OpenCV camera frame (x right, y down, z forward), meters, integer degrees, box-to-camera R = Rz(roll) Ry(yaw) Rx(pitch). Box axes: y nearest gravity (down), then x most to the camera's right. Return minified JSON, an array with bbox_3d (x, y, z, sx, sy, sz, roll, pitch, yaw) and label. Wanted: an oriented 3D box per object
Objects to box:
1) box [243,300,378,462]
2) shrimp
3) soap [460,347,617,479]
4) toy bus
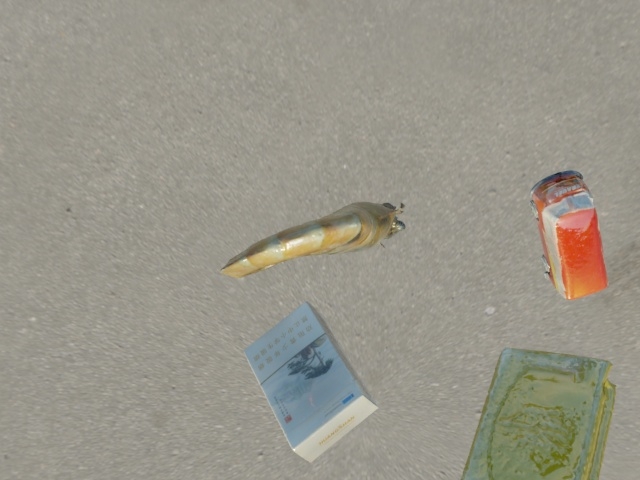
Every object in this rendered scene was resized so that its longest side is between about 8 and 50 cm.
[{"bbox_3d":[-0.021,0.233,1.401,0.149,0.067,0.233,-40,46,7],"label":"box"},{"bbox_3d":[0.000,0.000,0.918,0.169,0.296,0.058,-18,87,23],"label":"shrimp"},{"bbox_3d":[0.346,0.323,1.327,0.199,0.091,0.315,3,45,32],"label":"soap"},{"bbox_3d":[0.326,-0.003,1.079,0.079,0.174,0.077,-19,38,6],"label":"toy bus"}]
